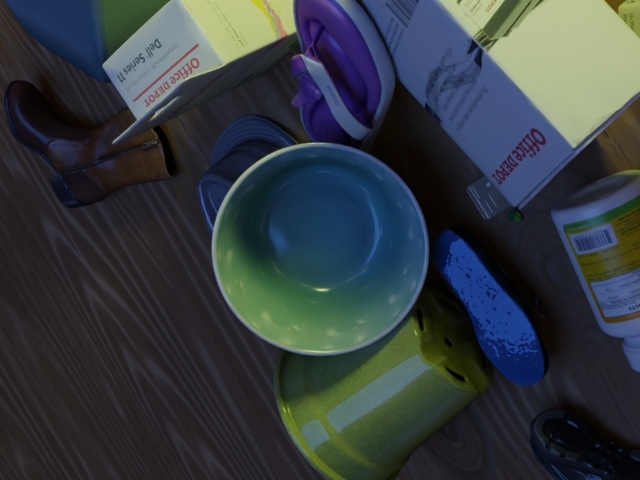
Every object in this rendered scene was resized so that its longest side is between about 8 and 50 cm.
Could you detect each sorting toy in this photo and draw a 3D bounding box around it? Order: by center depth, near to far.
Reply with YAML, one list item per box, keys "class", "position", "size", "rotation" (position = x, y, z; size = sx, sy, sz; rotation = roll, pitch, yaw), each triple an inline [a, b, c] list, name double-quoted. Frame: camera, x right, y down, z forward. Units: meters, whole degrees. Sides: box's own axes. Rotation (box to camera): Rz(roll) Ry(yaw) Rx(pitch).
- class: "sorting toy"
  position: [0.256, -0.056, 1.769]
  size: [0.062, 0.012, 0.083]
  rotation: [-34, 87, 38]

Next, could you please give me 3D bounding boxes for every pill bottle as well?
- class: "pill bottle"
  position: [0.413, 0.043, 1.619]
  size: [0.136, 0.136, 0.246]
  rotation: [-17, 102, 41]

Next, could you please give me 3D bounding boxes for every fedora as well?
- class: "fedora"
  position: [-0.107, -0.053, 1.969]
  size: [0.275, 0.124, 0.243]
  rotation: [53, 132, 2]

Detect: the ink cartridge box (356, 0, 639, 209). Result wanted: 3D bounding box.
- class: "ink cartridge box"
  position: [0.201, -0.260, 1.520]
  size: [0.395, 0.166, 0.285]
  rotation: [49, 169, 6]

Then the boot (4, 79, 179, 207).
- class: "boot"
  position: [-0.407, -0.194, 2.142]
  size: [0.280, 0.096, 0.264]
  rotation: [-16, 102, 40]

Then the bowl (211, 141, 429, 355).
- class: "bowl"
  position: [0.000, 0.000, 1.807]
  size: [0.311, 0.163, 0.311]
  rotation: [0, 102, 0]

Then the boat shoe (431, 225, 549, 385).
- class: "boat shoe"
  position: [0.265, 0.085, 1.791]
  size: [0.109, 0.089, 0.258]
  rotation: [-26, 91, 29]

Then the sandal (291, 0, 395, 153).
- class: "sandal"
  position: [0.014, -0.202, 1.695]
  size: [0.169, 0.102, 0.416]
  rotation: [37, 162, 19]

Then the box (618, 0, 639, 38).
- class: "box"
  position: [0.499, -0.248, 1.430]
  size: [0.275, 0.094, 0.113]
  rotation: [-1, 113, 38]

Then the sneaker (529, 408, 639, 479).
- class: "sneaker"
  position: [0.428, 0.349, 1.815]
  size: [0.267, 0.101, 0.106]
  rotation: [35, 151, 17]

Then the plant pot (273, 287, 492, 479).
- class: "plant pot"
  position: [0.112, 0.210, 1.873]
  size: [0.254, 0.276, 0.276]
  rotation: [-38, 87, 31]

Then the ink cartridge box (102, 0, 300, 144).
- class: "ink cartridge box"
  position: [-0.161, -0.277, 1.737]
  size: [0.207, 0.353, 0.119]
  rotation: [-32, 92, 42]

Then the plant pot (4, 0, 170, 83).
- class: "plant pot"
  position: [-0.345, -0.396, 1.900]
  size: [0.248, 0.247, 0.252]
  rotation: [32, 145, 20]
